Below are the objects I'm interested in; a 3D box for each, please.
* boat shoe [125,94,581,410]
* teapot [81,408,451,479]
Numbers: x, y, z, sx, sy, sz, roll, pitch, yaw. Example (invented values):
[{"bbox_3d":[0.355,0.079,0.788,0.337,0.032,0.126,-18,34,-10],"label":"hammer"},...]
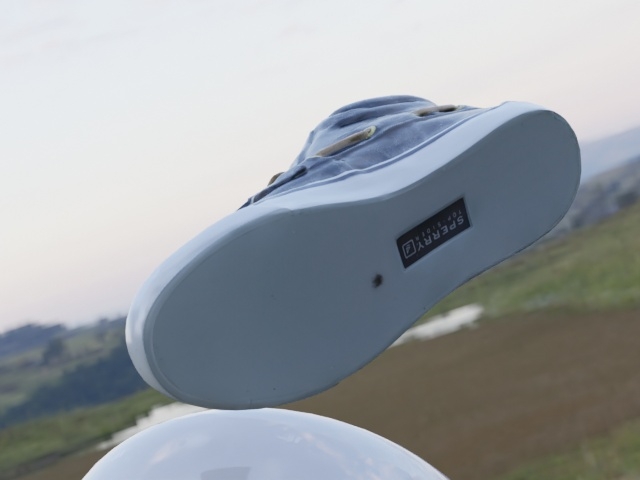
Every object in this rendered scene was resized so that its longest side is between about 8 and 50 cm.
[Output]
[{"bbox_3d":[0.000,0.000,0.509,0.183,0.065,0.083,-25,23,-31],"label":"boat shoe"},{"bbox_3d":[-0.026,0.214,0.670,0.187,0.252,0.256,-74,9,-50],"label":"teapot"}]
